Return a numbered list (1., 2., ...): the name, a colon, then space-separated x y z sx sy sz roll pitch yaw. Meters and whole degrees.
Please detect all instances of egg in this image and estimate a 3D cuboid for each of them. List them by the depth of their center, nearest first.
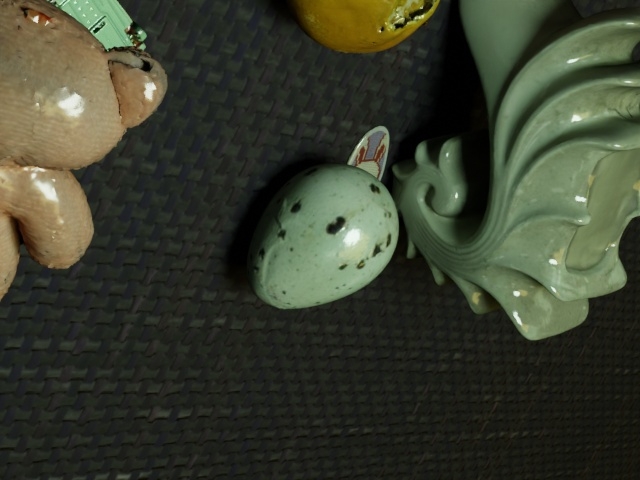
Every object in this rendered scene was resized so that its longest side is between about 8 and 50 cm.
1. egg: 0.000 0.000 1.463 0.164 0.131 0.131 -42 146 6

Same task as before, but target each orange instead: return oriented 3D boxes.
1. orange: 0.040 -0.234 1.302 0.155 0.134 0.154 -29 145 -23

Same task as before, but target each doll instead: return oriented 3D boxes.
1. doll: -0.254 -0.069 1.123 0.201 0.156 0.303 24 128 -16

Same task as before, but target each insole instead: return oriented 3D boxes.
1. insole: 0.031 -0.032 1.574 0.065 0.004 0.197 -7 124 -46

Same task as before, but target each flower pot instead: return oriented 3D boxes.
1. flower pot: 0.221 -0.101 1.517 0.165 0.254 0.367 -11 128 -44

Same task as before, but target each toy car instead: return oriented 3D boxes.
1. toy car: -0.183 -0.175 1.180 0.059 0.035 0.122 -45 136 -12
